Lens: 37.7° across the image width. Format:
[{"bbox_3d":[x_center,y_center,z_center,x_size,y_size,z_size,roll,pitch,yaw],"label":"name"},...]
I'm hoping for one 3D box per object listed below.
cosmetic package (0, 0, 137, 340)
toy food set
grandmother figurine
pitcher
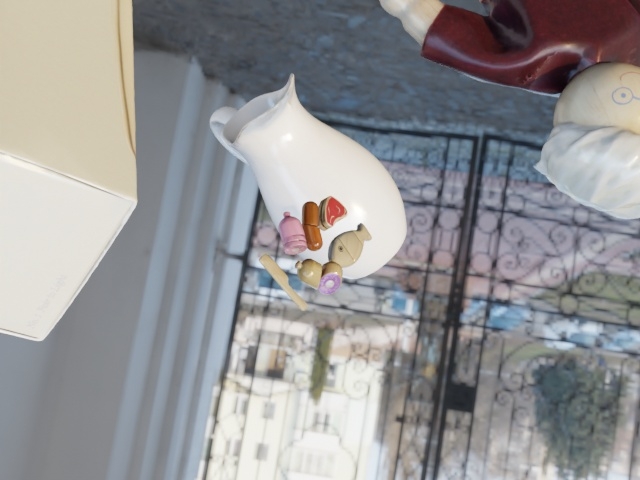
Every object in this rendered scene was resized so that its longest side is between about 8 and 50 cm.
[{"bbox_3d":[-0.222,-0.100,0.698,0.113,0.309,0.160,20,129,-31],"label":"cosmetic package"},{"bbox_3d":[0.000,0.000,0.778,0.019,0.122,0.078,-31,104,41],"label":"toy food set"},{"bbox_3d":[0.142,-0.168,0.608,0.207,0.342,0.104,-18,160,-3],"label":"grandmother figurine"},{"bbox_3d":[-0.018,-0.063,0.962,0.207,0.125,0.178,48,163,-23],"label":"pitcher"}]
